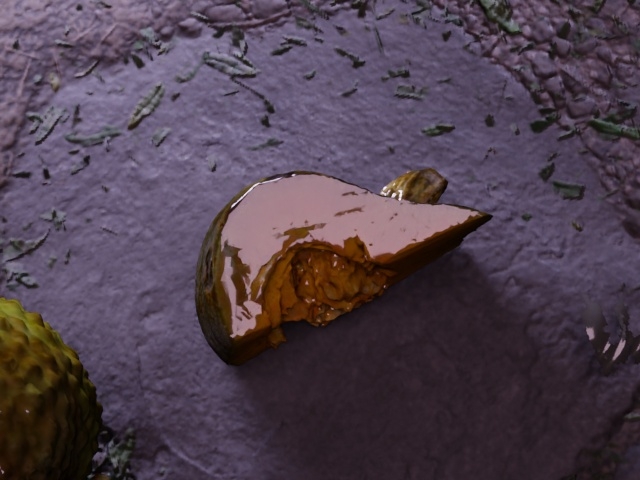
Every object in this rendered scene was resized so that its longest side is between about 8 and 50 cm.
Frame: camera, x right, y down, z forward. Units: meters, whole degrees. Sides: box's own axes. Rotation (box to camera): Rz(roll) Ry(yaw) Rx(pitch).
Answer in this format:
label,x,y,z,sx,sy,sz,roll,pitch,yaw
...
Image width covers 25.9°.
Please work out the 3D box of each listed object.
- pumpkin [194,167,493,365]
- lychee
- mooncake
label,x,y,z,sx,sy,sz,roll,pitch,yaw
pumpkin,0.003,-0.005,1.144,0.248,0.131,0.126,-25,73,-5
lychee,-0.289,0.160,1.048,0.320,0.270,0.269,12,74,-4
mooncake,0.384,0.102,1.126,0.347,0.057,0.150,-4,60,-4
